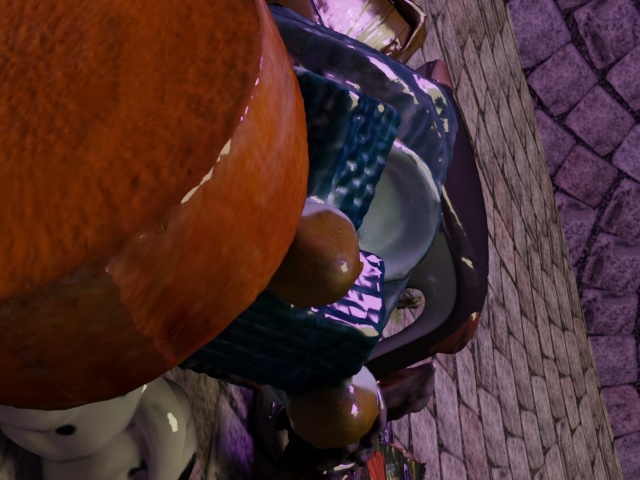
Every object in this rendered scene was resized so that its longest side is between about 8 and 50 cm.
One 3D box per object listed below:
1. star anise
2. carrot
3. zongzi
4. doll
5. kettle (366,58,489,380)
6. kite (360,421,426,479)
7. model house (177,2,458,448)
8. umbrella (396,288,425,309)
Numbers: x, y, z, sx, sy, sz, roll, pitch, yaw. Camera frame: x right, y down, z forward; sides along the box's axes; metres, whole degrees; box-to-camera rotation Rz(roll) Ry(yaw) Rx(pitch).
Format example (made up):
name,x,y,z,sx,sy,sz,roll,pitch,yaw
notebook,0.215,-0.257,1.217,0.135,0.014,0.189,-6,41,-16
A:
name,x,y,z,sx,sy,sz,roll,pitch,yaw
star anise,0.008,0.177,1.282,0.283,0.129,0.212,-55,163,-76
carrot,-0.137,-0.061,0.824,0.100,0.259,0.307,81,12,-51
zongzi,-0.075,-0.184,1.394,0.260,0.123,0.289,48,66,-6
doll,-0.137,0.101,0.935,0.107,0.110,0.180,37,-22,54
kettle,0.000,0.000,1.189,0.165,0.255,0.240,32,49,-70
kite,0.071,0.275,1.619,0.321,0.016,0.233,35,47,-64
model house,-0.001,0.005,0.947,0.253,0.185,0.291,-66,-166,8
umbrella,0.089,0.038,1.771,0.067,0.062,0.143,52,3,32
